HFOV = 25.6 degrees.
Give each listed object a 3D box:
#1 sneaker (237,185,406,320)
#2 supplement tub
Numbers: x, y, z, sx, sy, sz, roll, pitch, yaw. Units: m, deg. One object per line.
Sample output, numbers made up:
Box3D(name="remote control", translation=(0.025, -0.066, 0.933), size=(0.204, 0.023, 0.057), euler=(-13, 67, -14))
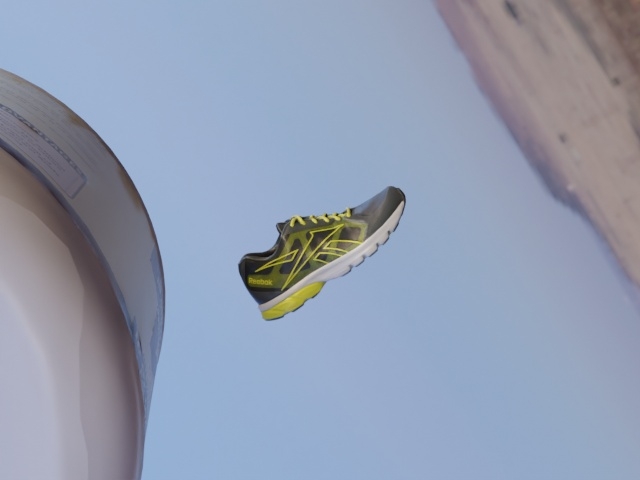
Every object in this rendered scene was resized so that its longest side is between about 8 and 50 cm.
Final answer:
Box3D(name="sneaker", translation=(0.000, 0.000, 0.616), size=(0.035, 0.083, 0.031), euler=(51, -179, -8))
Box3D(name="supplement tub", translation=(-0.184, 0.040, 0.576), size=(0.235, 0.235, 0.325), euler=(58, -179, -10))
